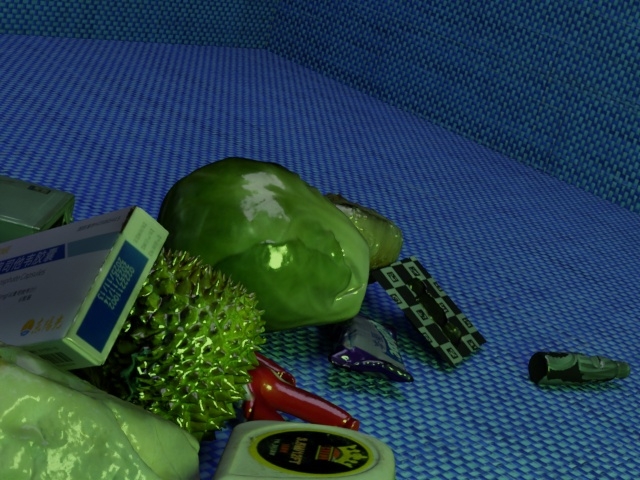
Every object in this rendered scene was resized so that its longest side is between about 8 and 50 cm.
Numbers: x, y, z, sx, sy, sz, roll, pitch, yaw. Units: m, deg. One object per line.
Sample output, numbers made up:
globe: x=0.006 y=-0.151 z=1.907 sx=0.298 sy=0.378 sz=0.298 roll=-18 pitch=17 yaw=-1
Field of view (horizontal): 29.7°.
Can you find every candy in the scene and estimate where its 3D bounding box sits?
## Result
candy: x=0.073 y=0.171 z=2.007 sx=0.145 sy=0.070 sz=0.275 roll=20 pitch=13 yaw=-9

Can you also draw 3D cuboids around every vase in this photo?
vase: x=0.473 y=0.232 z=2.169 sx=0.211 sy=0.060 sz=0.060 roll=5 pitch=21 yaw=-28

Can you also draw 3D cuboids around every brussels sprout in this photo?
brussels sprout: x=-0.096 y=0.020 z=1.974 sx=0.354 sy=0.289 sz=0.281 roll=16 pitch=62 yaw=-12

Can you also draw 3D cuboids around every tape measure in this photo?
tape measure: x=-0.013 y=0.315 z=1.409 sx=0.231 sy=0.133 sz=0.271 roll=7 pitch=10 yaw=4

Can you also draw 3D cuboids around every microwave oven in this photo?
microwave oven: x=-0.504 y=-0.009 z=1.962 sx=0.163 sy=0.129 sz=0.205 roll=14 pitch=18 yaw=1

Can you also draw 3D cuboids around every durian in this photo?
durian: x=-0.207 y=0.147 z=1.548 sx=0.291 sy=0.291 sz=0.224 roll=18 pitch=12 yaw=6

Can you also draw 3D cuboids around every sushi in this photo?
sushi: x=0.181 y=0.137 z=2.165 sx=0.215 sy=0.050 sz=0.192 roll=50 pitch=27 yaw=11

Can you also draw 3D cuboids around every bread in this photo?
bread: x=0.000 y=0.000 z=2.234 sx=0.305 sy=0.159 sz=0.305 roll=17 pitch=-8 yaw=2

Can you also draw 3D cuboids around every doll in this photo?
doll: x=-0.133 y=0.197 z=1.737 sx=0.384 sy=0.099 sz=0.188 roll=34 pitch=24 yaw=28

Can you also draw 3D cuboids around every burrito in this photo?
burrito: x=-0.264 y=0.234 z=1.362 sx=0.331 sy=0.135 sz=0.190 roll=26 pitch=7 yaw=-20

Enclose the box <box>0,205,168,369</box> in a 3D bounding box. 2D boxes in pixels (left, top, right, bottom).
box: x=-0.354 y=0.075 z=1.505 sx=0.343 sy=0.200 sz=0.065 roll=-12 pitch=-46 yaw=43
